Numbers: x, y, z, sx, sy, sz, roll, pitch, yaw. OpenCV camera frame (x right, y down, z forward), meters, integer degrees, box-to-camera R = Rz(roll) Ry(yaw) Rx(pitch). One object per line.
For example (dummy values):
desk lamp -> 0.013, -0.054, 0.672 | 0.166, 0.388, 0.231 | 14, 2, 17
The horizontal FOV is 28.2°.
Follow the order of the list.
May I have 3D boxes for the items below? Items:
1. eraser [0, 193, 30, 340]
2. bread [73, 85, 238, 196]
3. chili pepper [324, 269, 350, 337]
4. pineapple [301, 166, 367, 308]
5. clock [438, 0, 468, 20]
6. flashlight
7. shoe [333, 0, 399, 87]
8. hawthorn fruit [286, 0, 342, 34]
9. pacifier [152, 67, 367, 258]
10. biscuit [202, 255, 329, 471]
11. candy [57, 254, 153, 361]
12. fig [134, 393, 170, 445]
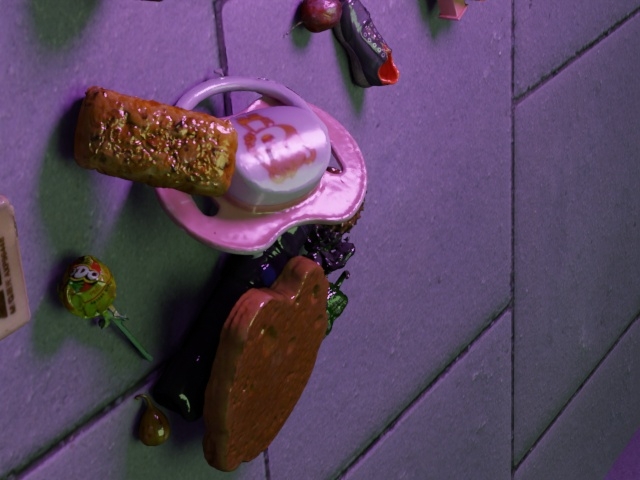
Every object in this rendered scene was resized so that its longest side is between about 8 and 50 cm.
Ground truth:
eraser -> -0.408, 0.039, 1.508 | 0.117, 0.058, 0.172 | -34, 129, -50
bread -> -0.212, -0.126, 1.649 | 0.211, 0.083, 0.114 | 11, 91, -17
chili pepper -> -0.033, 0.153, 2.152 | 0.257, 0.074, 0.100 | -52, 151, -30
pineapple -> 0.000, 0.000, 2.118 | 0.111, 0.119, 0.237 | 31, 70, -60
clock -> 0.251, -0.548, 2.328 | 0.220, 0.106, 0.255 | -56, 144, -31
flashlight -> -0.126, 0.085, 1.960 | 0.424, 0.103, 0.103 | -61, 146, -24
shoe -> 0.082, -0.336, 2.156 | 0.074, 0.077, 0.194 | -56, 144, -30
hawthorn fruit -> -0.016, -0.356, 2.020 | 0.103, 0.067, 0.066 | -26, 127, -21
pacifier -> -0.091, -0.088, 1.830 | 0.332, 0.220, 0.273 | -21, 122, -31
biscuit -> -0.083, 0.178, 1.948 | 0.312, 0.057, 0.351 | -50, 154, -39
candy -> -0.285, 0.107, 1.748 | 0.077, 0.073, 0.262 | -47, 149, -13
fig -> -0.250, 0.263, 1.875 | 0.050, 0.050, 0.083 | -33, 109, -50
